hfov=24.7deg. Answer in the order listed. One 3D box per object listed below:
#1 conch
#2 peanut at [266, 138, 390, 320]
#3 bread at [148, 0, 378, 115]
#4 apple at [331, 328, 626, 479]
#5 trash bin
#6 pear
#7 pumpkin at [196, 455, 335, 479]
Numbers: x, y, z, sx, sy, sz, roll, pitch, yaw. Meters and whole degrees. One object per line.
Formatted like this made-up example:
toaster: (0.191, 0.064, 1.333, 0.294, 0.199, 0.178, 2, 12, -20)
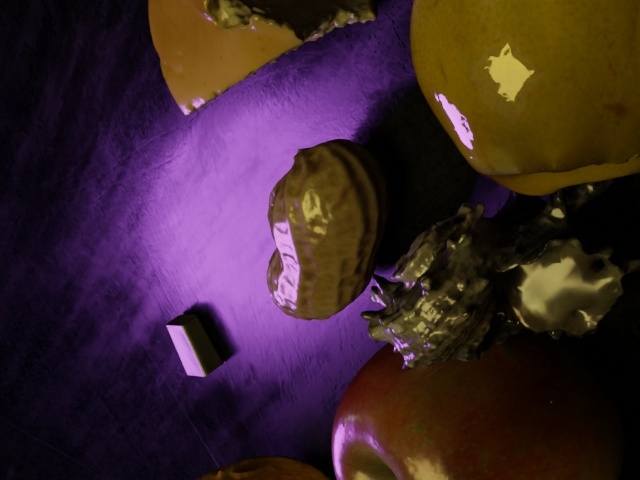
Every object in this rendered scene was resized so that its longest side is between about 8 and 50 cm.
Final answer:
conch: (0.174, 0.030, 1.514, 0.313, 0.240, 0.186, -15, 86, 24)
peanut: (0.000, 0.000, 1.807, 0.153, 0.140, 0.325, 34, 146, 10)
bread: (-0.086, -0.287, 1.607, 0.224, 0.183, 0.211, -18, 100, 55)
apple: (0.171, 0.240, 1.686, 0.319, 0.277, 0.319, 36, 145, 29)
trash bin: (-0.200, 0.164, 2.312, 0.061, 0.043, 0.092, -2, 115, 53)
pear: (0.195, -0.209, 1.245, 0.336, 0.285, 0.285, 64, 149, 9)
pumpkin: (-0.056, 0.480, 2.238, 0.303, 0.256, 0.225, 2, 121, 23)
